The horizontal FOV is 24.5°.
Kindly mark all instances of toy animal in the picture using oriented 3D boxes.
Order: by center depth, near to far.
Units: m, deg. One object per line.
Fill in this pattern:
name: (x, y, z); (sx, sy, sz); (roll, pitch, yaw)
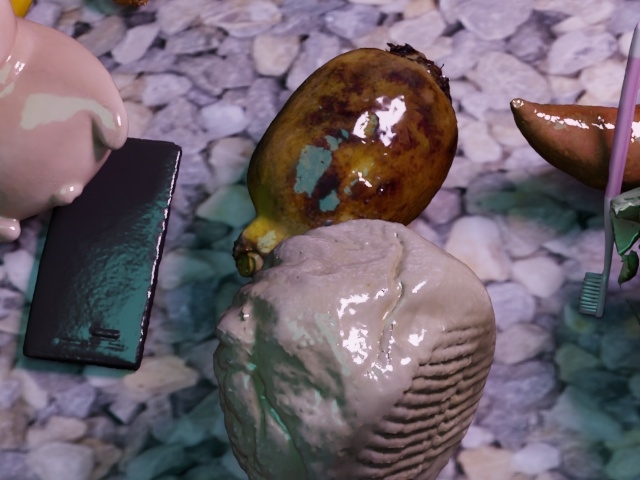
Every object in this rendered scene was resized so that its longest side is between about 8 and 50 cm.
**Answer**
toy animal: (-0.383, -0.163, 1.441); (0.277, 0.247, 0.345); (-39, 67, -4)

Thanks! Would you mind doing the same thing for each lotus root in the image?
lotus root: (0.029, -0.077, 1.409); (0.169, 0.141, 0.314); (39, 65, 0)

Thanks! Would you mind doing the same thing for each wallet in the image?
wallet: (-0.219, 0.007, 1.483); (0.124, 0.025, 0.244); (6, 71, 9)

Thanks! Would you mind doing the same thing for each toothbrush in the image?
toothbrush: (0.272, -0.062, 1.364); (0.025, 0.020, 0.286); (9, 110, 8)

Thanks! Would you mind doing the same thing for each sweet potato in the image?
sweet potato: (0.348, -0.088, 1.414); (0.354, 0.106, 0.095); (6, 61, -1)

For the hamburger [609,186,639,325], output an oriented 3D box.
hamburger: (0.362, 0.032, 1.333); (0.260, 0.150, 0.276); (19, 84, -31)

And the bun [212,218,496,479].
bun: (0.018, 0.105, 1.296); (0.205, 0.281, 0.281); (31, 76, 23)

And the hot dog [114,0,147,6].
hot dog: (-0.214, -0.326, 1.595); (0.071, 0.045, 0.165); (-18, 69, -2)
